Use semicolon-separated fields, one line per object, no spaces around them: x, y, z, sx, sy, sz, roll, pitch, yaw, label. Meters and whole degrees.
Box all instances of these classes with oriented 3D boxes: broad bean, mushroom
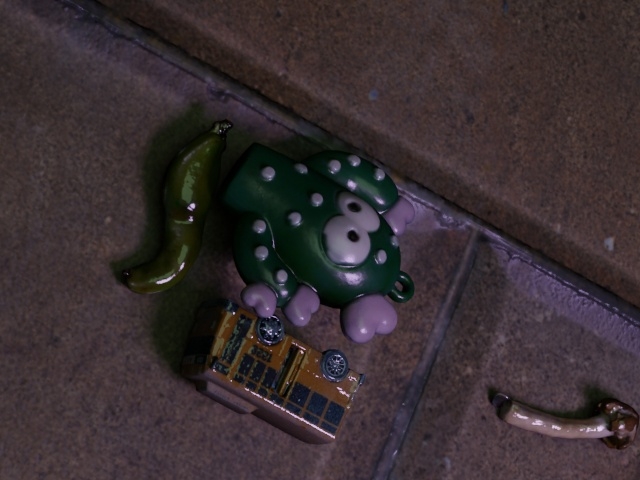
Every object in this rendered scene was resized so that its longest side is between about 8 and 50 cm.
-0.146;-0.036;1.782;0.070;0.048;0.214;28;75;-19;broad bean
0.289;0.208;1.942;0.187;0.061;0.060;8;85;-19;mushroom

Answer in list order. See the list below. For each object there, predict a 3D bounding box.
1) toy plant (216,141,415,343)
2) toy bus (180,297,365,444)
0.003;-0.003;1.799;0.243;0.112;0.232;15;57;-26;toy plant
-0.058;0.141;1.775;0.182;0.091;0.103;31;73;-20;toy bus
